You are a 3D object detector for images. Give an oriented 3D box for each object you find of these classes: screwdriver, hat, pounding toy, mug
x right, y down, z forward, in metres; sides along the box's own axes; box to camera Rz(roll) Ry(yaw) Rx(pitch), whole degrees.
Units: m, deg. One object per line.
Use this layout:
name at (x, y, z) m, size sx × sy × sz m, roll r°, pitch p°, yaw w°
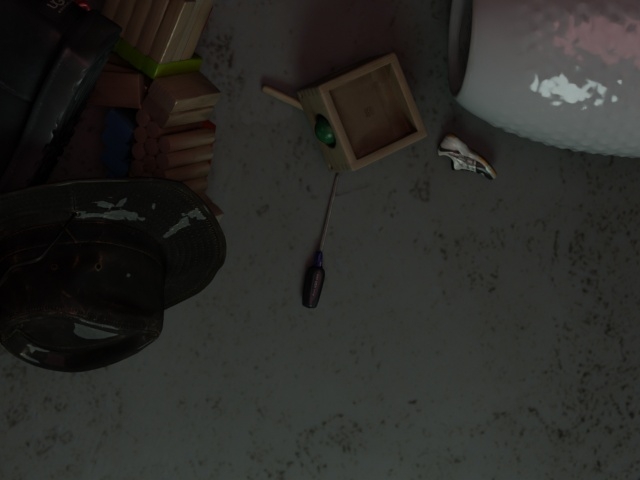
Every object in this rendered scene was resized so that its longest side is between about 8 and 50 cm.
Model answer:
screwdriver at (0.000, 0.000, 1.975) m, size 0.025 × 0.024 × 0.169 m, roll 7°, pitch 87°, yaw 15°
hat at (-0.262, 0.063, 1.774) m, size 0.331 × 0.331 × 0.134 m, roll -4°, pitch 52°, yaw -12°
pounding toy at (0.028, -0.157, 1.936) m, size 0.141 × 0.100 × 0.130 m, roll -26°, pitch 101°, yaw -20°
mug at (0.325, -0.281, 1.918) m, size 0.328 × 0.276 × 0.374 m, roll 3°, pitch 64°, yaw -6°

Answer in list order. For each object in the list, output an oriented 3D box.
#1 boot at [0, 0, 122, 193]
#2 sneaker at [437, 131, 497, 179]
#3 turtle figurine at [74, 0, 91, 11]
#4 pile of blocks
boot at (-0.478, -0.221, 1.762) m, size 0.445 × 0.146 × 0.367 m, roll 33°, pitch 123°, yaw -3°
sneaker at (0.182, -0.098, 2.003) m, size 0.083 × 0.032 × 0.037 m, roll 37°, pitch 100°, yaw -8°
turtle figurine at (-0.286, -0.356, 1.822) m, size 0.175 × 0.118 × 0.234 m, roll 31°, pitch 78°, yaw 14°
pile of blocks at (-0.184, -0.149, 1.889) m, size 0.113 × 0.149 × 0.362 m, roll -17°, pitch 113°, yaw -54°
